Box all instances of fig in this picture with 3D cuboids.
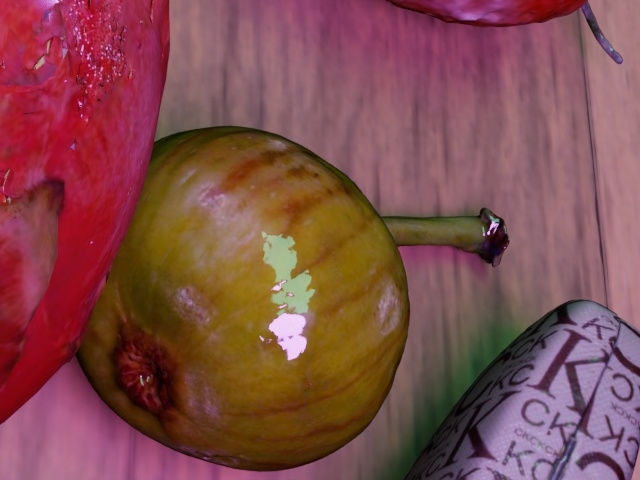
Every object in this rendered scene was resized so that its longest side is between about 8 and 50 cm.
[{"bbox_3d":[0.000,0.000,0.840,0.151,0.151,0.259,47,41,6],"label":"fig"}]

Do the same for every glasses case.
[{"bbox_3d":[0.043,0.168,0.755,0.085,0.137,0.354,33,54,-3],"label":"glasses case"}]

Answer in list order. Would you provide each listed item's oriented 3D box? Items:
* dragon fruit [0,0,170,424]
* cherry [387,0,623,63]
[{"bbox_3d":[-0.204,-0.061,0.690,0.296,0.295,0.301,15,68,-16],"label":"dragon fruit"},{"bbox_3d":[0.056,-0.203,0.959,0.250,0.175,0.192,4,72,-20],"label":"cherry"}]
